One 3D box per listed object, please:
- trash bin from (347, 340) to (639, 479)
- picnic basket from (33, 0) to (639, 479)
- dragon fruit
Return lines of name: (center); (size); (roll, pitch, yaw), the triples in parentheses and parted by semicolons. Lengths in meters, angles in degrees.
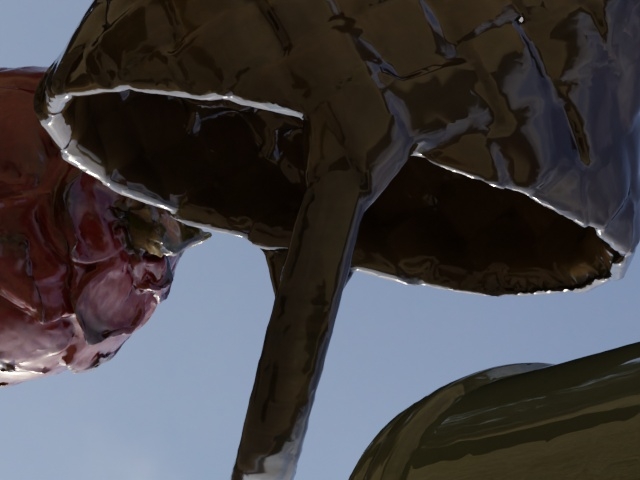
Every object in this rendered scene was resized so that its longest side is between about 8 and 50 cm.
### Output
trash bin: (0.125, 0.126, 0.409); (0.247, 0.121, 0.243); (-27, -108, 54)
picnic basket: (0.000, 0.000, 0.994); (0.293, 0.337, 0.337); (108, -8, -76)
dragon fruit: (-0.256, -0.011, 1.554); (0.343, 0.277, 0.277); (-5, -112, 23)
